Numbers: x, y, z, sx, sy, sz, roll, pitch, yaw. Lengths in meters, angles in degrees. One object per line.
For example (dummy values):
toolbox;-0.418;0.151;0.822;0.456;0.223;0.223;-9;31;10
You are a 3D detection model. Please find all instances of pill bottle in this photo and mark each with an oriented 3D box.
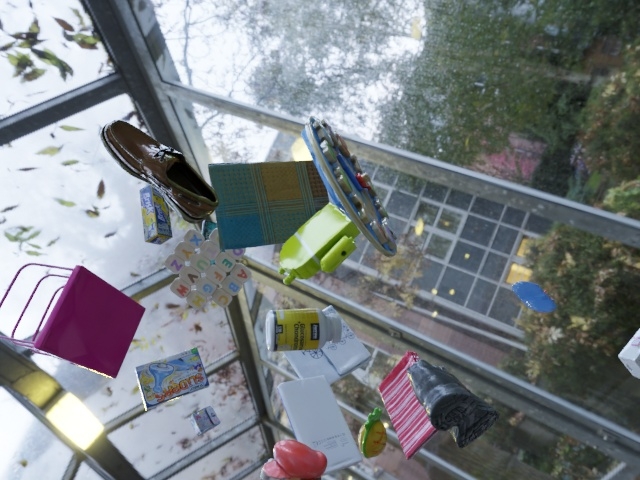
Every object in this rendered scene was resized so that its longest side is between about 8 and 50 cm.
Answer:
pill bottle;-0.043;0.225;1.161;0.103;0.183;0.103;180;90;-77

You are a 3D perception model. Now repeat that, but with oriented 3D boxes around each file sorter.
file sorter;-0.634;0.203;1.169;0.291;0.182;0.202;69;-148;-59

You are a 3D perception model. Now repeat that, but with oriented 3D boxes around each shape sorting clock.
shape sorting clock;0.045;-0.071;0.586;0.040;0.206;0.206;-34;-19;15

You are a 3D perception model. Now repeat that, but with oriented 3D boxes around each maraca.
maraca;0.185;0.682;1.619;0.127;0.099;0.186;-22;-63;-53

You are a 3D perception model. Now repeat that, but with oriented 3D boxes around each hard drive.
hard drive;-0.005;0.633;1.586;0.210;0.319;0.040;4;-44;-40

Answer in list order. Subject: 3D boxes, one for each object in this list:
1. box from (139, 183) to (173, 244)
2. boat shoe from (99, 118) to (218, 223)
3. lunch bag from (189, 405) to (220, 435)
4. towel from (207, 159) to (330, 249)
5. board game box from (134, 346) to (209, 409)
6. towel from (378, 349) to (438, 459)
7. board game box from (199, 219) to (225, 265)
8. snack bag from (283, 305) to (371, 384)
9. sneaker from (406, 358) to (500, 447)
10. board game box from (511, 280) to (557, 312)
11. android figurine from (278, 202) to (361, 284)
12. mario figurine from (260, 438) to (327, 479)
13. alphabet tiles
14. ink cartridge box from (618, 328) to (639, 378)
box;-0.467;-0.077;1.298;0.054;0.059;0.169;19;-130;-54
boat shoe;-0.362;-0.176;1.070;0.307;0.104;0.111;42;-132;-19
lunch bag;-0.385;0.600;1.535;0.083;0.071;0.053;-13;-29;-45
towel;-0.149;-0.119;1.428;0.040;0.369;0.272;143;118;-68
board game box;-0.476;0.441;1.474;0.201;0.136;0.035;-14;-24;-30
towel;0.277;0.498;1.418;0.031;0.275;0.199;25;-69;-25
board game box;-0.418;0.022;1.828;0.126;0.026;0.187;16;-113;-36
snack bag;0.007;0.482;2.049;0.342;0.323;0.037;-24;-32;-27
sneaker;0.261;0.313;0.903;0.109;0.130;0.286;-39;-47;1
board game box;0.812;0.203;1.736;0.033;0.169;0.133;-47;8;-24
android figurine;0.000;0.000;1.140;0.273;0.248;0.056;-44;-63;0
mario figurine;-0.064;0.607;1.019;0.170;0.197;0.321;-18;-83;-63
alphabet tiles;-0.404;0.101;1.645;0.284;0.278;0.021;-52;7;-3
ink cartridge box;0.847;0.289;1.185;0.122;0.088;0.052;-46;12;-7
